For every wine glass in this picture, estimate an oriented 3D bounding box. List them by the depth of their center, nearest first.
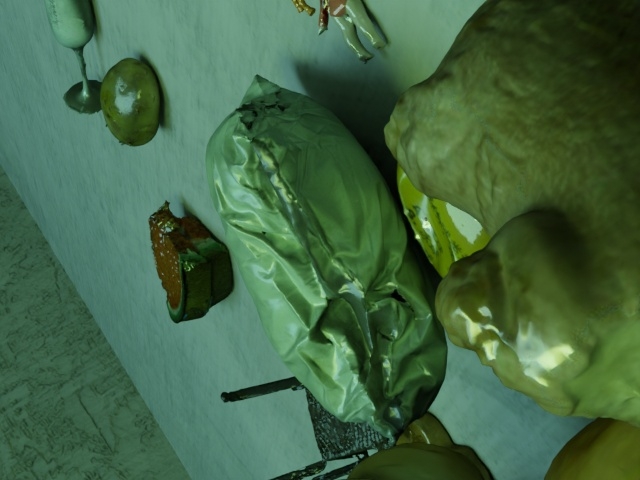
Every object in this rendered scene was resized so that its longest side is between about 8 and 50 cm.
[{"bbox_3d":[-0.344,-0.287,1.538,0.074,0.074,0.262,50,157,28],"label":"wine glass"}]

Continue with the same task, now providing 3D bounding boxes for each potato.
[{"bbox_3d":[-0.248,-0.177,1.438,0.091,0.070,0.138,52,158,22],"label":"potato"}]

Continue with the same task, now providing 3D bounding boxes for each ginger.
[{"bbox_3d":[0.131,-0.023,0.528,0.275,0.221,0.130,31,155,40],"label":"ginger"}]

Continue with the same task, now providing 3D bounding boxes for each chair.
[{"bbox_3d":[0.017,0.196,1.219,0.213,0.149,0.174,-22,74,33],"label":"chair"}]

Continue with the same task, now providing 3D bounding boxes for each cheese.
[{"bbox_3d":[0.100,-0.016,0.801,0.177,0.069,0.270,63,171,7],"label":"cheese"}]

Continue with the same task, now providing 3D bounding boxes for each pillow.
[{"bbox_3d":[0.000,0.000,0.892,0.310,0.138,0.283,-92,-23,-80],"label":"pillow"}]

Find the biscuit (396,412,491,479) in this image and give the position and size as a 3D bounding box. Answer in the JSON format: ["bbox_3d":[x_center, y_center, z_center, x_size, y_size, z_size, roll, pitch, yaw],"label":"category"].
[{"bbox_3d":[0.117,0.250,1.172,0.225,0.036,0.166,23,139,61],"label":"biscuit"}]

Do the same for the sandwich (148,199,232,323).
[{"bbox_3d":[-0.187,0.043,1.594,0.235,0.079,0.159,100,148,-55],"label":"sandwich"}]

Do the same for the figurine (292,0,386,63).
[{"bbox_3d":[0.009,-0.185,0.843,0.109,0.047,0.064,53,131,4],"label":"figurine"}]

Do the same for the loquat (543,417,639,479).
[{"bbox_3d":[0.217,0.180,0.578,0.238,0.193,0.238,59,176,6],"label":"loquat"}]

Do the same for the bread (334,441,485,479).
[{"bbox_3d":[0.118,0.321,0.674,0.424,0.245,0.329,53,151,13],"label":"bread"}]
